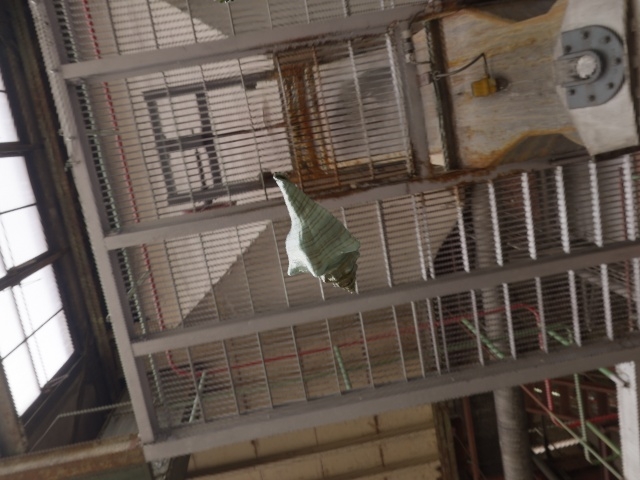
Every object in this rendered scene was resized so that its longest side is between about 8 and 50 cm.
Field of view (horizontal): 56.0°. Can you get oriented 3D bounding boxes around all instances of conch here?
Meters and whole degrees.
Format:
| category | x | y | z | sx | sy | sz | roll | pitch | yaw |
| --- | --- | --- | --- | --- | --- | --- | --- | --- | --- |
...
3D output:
| category | x | y | z | sx | sy | sz | roll | pitch | yaw |
| --- | --- | --- | --- | --- | --- | --- | --- | --- | --- |
| conch | 0.000 | 0.014 | 0.939 | 0.137 | 0.234 | 0.114 | 24 | -105 | 33 |

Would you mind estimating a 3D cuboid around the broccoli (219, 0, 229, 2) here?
| category | x | y | z | sx | sy | sz | roll | pitch | yaw |
| --- | --- | --- | --- | --- | --- | --- | --- | --- | --- |
| broccoli | -0.035 | -0.249 | 0.407 | 0.156 | 0.195 | 0.195 | 16 | -82 | -25 |
